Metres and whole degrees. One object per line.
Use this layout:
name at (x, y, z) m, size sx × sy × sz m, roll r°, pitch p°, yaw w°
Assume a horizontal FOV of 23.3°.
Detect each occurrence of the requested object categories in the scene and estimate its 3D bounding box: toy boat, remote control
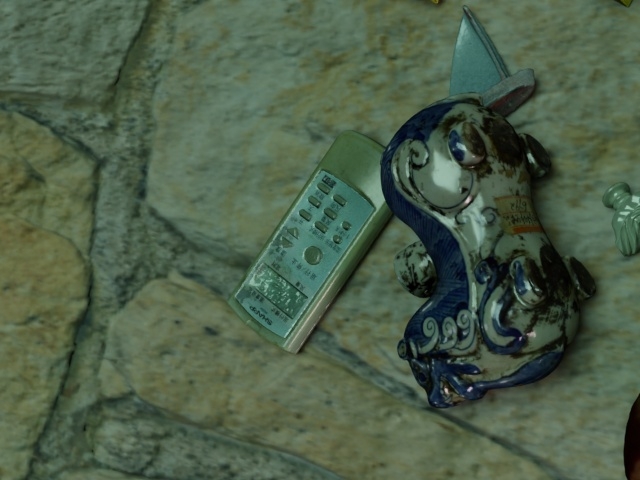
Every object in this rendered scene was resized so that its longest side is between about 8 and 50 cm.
toy boat at (0.157, -0.176, 1.570) m, size 0.096 × 0.034 × 0.122 m, roll -35°, pitch 56°, yaw 16°
remote control at (0.000, 0.000, 1.601) m, size 0.098 × 0.038 × 0.233 m, roll 38°, pitch 97°, yaw 30°

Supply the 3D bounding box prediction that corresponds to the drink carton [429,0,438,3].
drink carton at (0.044, -0.313, 1.628) m, size 0.200 × 0.084 × 0.074 m, roll 22°, pitch 78°, yaw 31°

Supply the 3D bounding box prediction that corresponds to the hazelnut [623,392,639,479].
hazelnut at (0.360, 0.164, 1.292) m, size 0.202 × 0.170 × 0.160 m, roll 11°, pitch 84°, yaw 40°

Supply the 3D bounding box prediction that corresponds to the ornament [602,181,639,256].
ornament at (0.303, -0.016, 1.444) m, size 0.092 × 0.041 × 0.068 m, roll 16°, pitch 80°, yaw 39°

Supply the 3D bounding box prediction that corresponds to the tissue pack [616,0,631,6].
tissue pack at (0.251, -0.314, 1.530) m, size 0.176 × 0.062 × 0.095 m, roll 35°, pitch 97°, yaw 29°

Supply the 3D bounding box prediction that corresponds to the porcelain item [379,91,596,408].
porcelain item at (0.139, 0.010, 1.484) m, size 0.186 × 0.138 × 0.288 m, roll -33°, pitch 68°, yaw 36°
